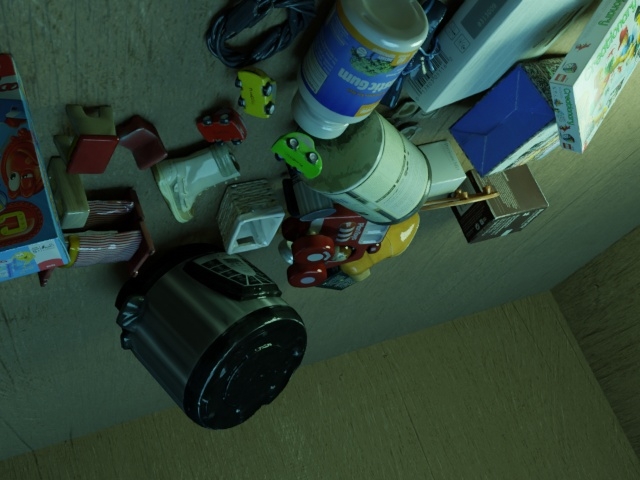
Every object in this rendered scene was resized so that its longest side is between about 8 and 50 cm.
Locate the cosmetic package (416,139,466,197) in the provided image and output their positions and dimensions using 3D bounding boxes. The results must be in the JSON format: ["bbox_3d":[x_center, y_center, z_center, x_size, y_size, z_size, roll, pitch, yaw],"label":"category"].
[{"bbox_3d":[0.230,-0.164,1.773,0.231,0.117,0.085,-16,160,-21],"label":"cosmetic package"}]

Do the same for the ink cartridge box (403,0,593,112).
[{"bbox_3d":[0.373,-0.417,1.389,0.385,0.091,0.308,-28,167,-38],"label":"ink cartridge box"}]

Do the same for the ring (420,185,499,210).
[{"bbox_3d":[0.309,-0.108,1.929,0.336,0.032,0.336,-11,-177,1],"label":"ring"}]

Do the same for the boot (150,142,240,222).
[{"bbox_3d":[-0.241,-0.119,1.462,0.165,0.077,0.213,-22,157,-5],"label":"boot"}]

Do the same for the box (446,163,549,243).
[{"bbox_3d":[0.520,-0.114,2.120,0.203,0.167,0.168,-13,158,-24],"label":"box"}]

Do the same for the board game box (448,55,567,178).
[{"bbox_3d":[0.475,-0.282,1.613,0.291,0.141,0.232,-20,163,-45],"label":"board game box"}]

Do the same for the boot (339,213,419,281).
[{"bbox_3d":[0.166,-0.018,2.016,0.295,0.104,0.211,-46,155,-11],"label":"boot"}]

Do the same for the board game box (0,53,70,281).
[{"bbox_3d":[-0.526,-0.076,0.947,0.308,0.302,0.086,-16,159,-17],"label":"board game box"}]

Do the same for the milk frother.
[{"bbox_3d":[-0.003,-0.118,1.614,0.143,0.135,0.129,-10,171,-25],"label":"milk frother"}]

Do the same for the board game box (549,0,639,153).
[{"bbox_3d":[0.557,-0.350,1.421,0.305,0.053,0.193,-55,142,-16],"label":"board game box"}]

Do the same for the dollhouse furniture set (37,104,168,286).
[{"bbox_3d":[-0.391,-0.072,1.312,0.201,0.152,0.374,-6,154,-37],"label":"dollhouse furniture set"}]

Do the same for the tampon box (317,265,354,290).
[{"bbox_3d":[0.043,0.072,2.164,0.101,0.120,0.161,-31,158,24],"label":"tampon box"}]

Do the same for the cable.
[{"bbox_3d":[-0.094,-0.334,1.129,0.150,0.047,0.184,-11,162,-48],"label":"cable"}]

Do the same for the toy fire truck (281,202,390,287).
[{"bbox_3d":[0.041,-0.006,1.775,0.253,0.169,0.302,-2,152,-10],"label":"toy fire truck"}]

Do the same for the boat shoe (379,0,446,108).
[{"bbox_3d":[0.166,-0.334,1.292,0.109,0.089,0.258,-55,-175,-26],"label":"boat shoe"}]

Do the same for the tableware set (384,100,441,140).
[{"bbox_3d":[0.193,-0.270,1.607,0.168,0.020,0.141,-4,153,-41],"label":"tableware set"}]

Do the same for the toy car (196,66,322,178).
[{"bbox_3d":[-0.086,-0.196,1.276,0.225,0.053,0.239,36,148,-14],"label":"toy car"}]

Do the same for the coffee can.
[{"bbox_3d":[0.094,-0.159,1.502,0.201,0.202,0.275,-30,156,19],"label":"coffee can"}]

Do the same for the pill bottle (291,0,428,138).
[{"bbox_3d":[0.051,-0.295,1.211,0.152,0.152,0.272,-9,155,-31],"label":"pill bottle"}]

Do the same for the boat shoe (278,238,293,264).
[{"bbox_3d":[0.000,0.000,1.987,0.277,0.098,0.096,-13,159,-49],"label":"boat shoe"}]

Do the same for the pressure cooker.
[{"bbox_3d":[-0.292,0.214,1.799,0.375,0.420,0.370,-38,145,-21],"label":"pressure cooker"}]

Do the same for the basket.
[{"bbox_3d":[-0.167,-0.056,1.655,0.113,0.103,0.167,-12,158,-25],"label":"basket"}]
